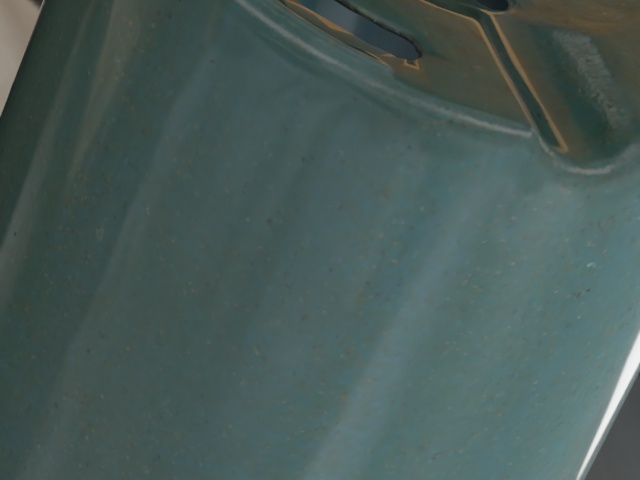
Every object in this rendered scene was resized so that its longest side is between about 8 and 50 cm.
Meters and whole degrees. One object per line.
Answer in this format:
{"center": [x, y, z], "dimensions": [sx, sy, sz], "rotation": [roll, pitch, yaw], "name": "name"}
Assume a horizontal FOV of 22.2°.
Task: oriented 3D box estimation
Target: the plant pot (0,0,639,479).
{"center": [0.000, 0.000, 0.671], "dimensions": [0.341, 0.341, 0.334], "rotation": [-36, 157, -48], "name": "plant pot"}
